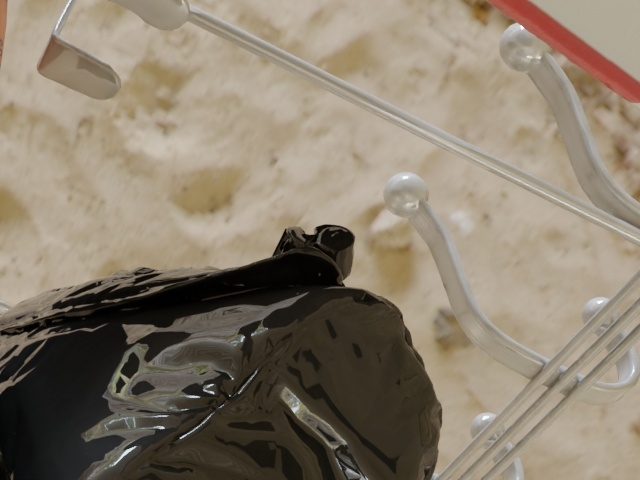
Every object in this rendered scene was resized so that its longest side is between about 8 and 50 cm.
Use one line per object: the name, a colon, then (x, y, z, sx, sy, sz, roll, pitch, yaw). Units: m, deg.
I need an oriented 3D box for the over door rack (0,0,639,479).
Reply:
over door rack: (0.000, 0.000, 0.797, 0.324, 0.239, 0.108, 16, 47, -19)

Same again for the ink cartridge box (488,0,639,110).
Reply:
ink cartridge box: (0.037, -0.164, 0.532, 0.114, 0.197, 0.273, -50, 60, 12)

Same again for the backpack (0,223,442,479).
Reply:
backpack: (-0.065, 0.074, 0.543, 0.152, 0.182, 0.115, -32, 107, -34)

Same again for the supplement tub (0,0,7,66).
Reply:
supplement tub: (-0.293, -0.094, 0.612, 0.338, 0.207, 0.207, 6, 63, 10)
